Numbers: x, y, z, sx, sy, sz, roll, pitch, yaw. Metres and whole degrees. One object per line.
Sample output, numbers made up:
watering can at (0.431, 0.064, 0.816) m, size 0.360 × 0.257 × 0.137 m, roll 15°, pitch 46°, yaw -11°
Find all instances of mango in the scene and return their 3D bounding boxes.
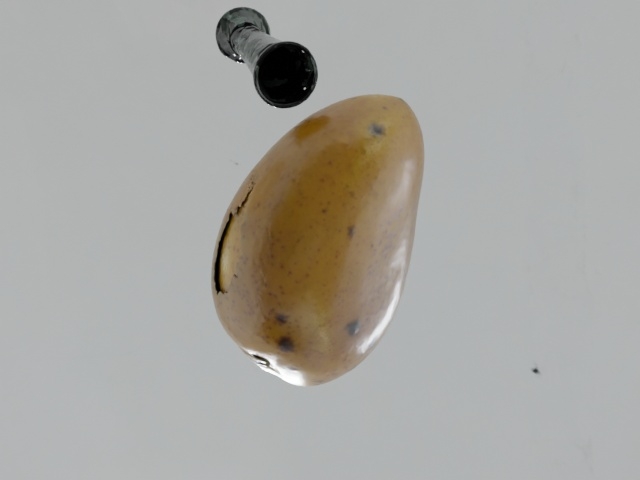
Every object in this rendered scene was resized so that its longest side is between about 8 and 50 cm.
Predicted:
mango at (0.000, 0.000, 0.641) m, size 0.160 × 0.190 × 0.291 m, roll 37°, pitch -68°, yaw 41°

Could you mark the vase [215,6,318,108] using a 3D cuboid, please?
vase at (-0.054, -0.175, 0.649) m, size 0.059 × 0.167 × 0.059 m, roll -9°, pitch -59°, yaw -16°
